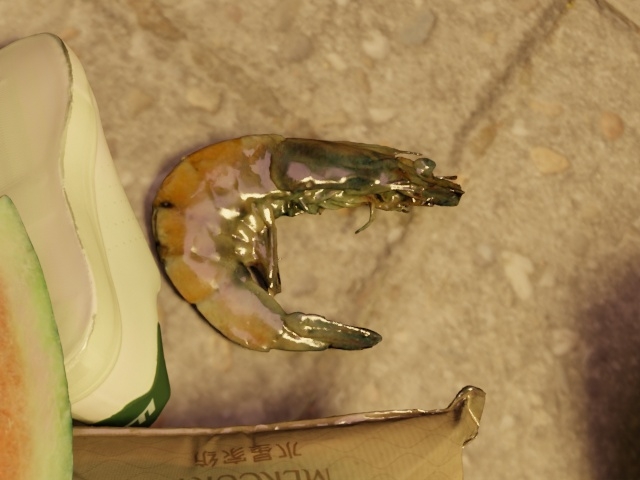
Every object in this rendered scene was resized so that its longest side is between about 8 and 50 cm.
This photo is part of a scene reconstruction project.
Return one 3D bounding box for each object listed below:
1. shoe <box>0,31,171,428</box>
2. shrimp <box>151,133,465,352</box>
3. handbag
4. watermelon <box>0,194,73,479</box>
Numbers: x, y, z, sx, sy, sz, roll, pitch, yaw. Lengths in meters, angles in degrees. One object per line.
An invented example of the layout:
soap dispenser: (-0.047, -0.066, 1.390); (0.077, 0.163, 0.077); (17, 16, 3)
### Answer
shoe: (-0.148, -0.005, 0.538); (0.095, 0.110, 0.265); (-25, 49, 8)
shrimp: (0.000, 0.000, 0.615); (0.217, 0.051, 0.150); (-4, 71, -16)
handbag: (-0.042, 0.171, 0.465); (0.270, 0.117, 0.183); (-1, 85, -13)
watermelon: (-0.260, 0.153, 0.337); (0.222, 0.292, 0.319); (59, 25, -2)
